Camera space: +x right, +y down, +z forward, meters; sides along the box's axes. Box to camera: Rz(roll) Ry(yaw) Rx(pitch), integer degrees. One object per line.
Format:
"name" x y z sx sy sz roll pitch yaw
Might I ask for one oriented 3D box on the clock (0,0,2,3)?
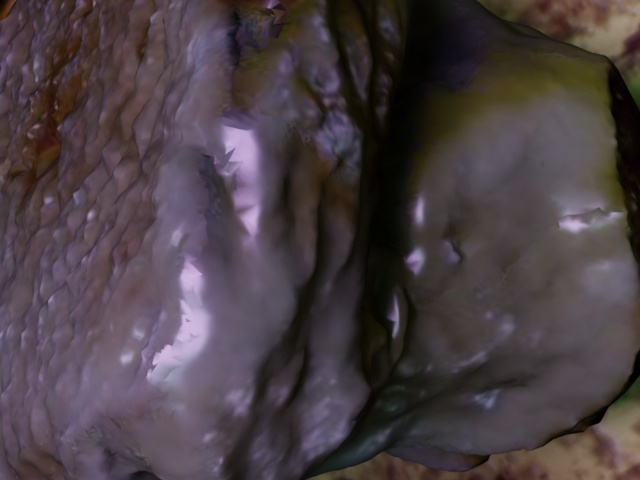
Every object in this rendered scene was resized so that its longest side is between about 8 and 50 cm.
"clock" -0.267 -0.085 0.798 0.076 0.386 0.386 46 114 10

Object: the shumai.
"shumai" 0.000 0.000 0.828 0.304 0.263 0.309 -28 50 58

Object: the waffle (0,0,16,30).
"waffle" -0.172 -0.173 0.983 0.312 0.060 0.307 36 112 20
